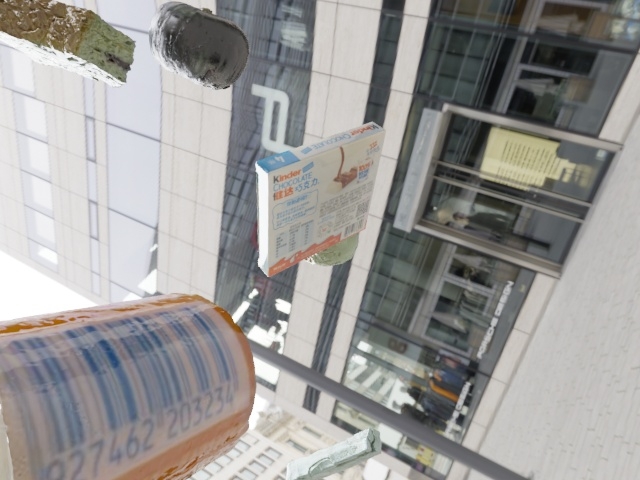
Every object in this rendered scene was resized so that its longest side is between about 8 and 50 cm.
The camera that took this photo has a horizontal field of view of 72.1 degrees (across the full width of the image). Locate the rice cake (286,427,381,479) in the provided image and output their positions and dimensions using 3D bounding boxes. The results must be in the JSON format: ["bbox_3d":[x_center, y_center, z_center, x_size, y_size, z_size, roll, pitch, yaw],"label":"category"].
[{"bbox_3d":[0.026,0.595,1.193,0.336,0.063,0.066,-39,29,28],"label":"rice cake"}]

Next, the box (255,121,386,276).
[{"bbox_3d":[-0.002,-0.080,0.876,0.273,0.048,0.265,-25,-37,-29],"label":"box"}]

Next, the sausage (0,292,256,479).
[{"bbox_3d":[-0.241,0.185,0.484,0.287,0.233,0.233,-5,-65,-61],"label":"sausage"}]

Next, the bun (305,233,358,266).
[{"bbox_3d":[0.000,0.000,1.105,0.118,0.195,0.195,-60,-23,-22],"label":"bun"}]

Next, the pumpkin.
[{"bbox_3d":[-0.281,-0.455,1.027,0.233,0.233,0.163,-21,-41,-63],"label":"pumpkin"}]

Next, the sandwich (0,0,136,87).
[{"bbox_3d":[-0.661,-0.524,1.176,0.262,0.325,0.131,-152,78,-87],"label":"sandwich"}]
